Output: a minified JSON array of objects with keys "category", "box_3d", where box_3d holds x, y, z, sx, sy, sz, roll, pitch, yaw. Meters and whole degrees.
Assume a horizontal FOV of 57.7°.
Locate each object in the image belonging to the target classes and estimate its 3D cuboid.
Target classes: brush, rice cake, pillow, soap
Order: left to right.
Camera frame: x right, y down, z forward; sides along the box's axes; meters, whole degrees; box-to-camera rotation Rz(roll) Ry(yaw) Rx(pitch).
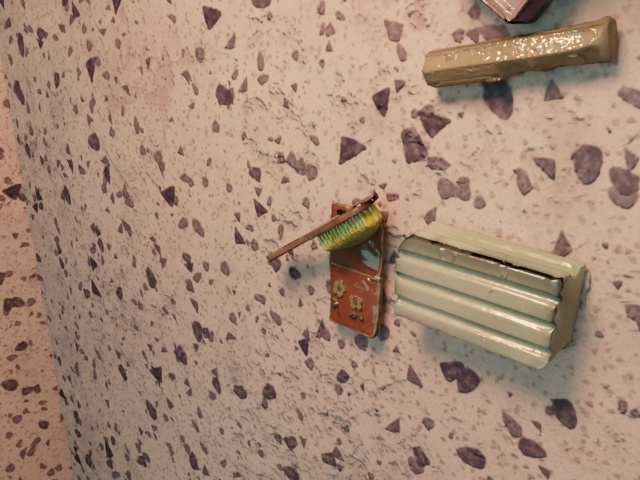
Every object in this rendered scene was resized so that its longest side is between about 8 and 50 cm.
[{"category":"brush","box_3d":[0.000,0.002,1.023,0.313,0.072,0.067,-27,92,48]},{"category":"pillow","box_3d":[0.063,0.052,1.038,0.126,0.043,0.232,14,111,40]},{"category":"soap","box_3d":[0.241,0.072,0.850,0.261,0.094,0.150,19,120,37]},{"category":"rice cake","box_3d":[0.251,-0.242,0.769,0.256,0.052,0.057,5,135,42]}]

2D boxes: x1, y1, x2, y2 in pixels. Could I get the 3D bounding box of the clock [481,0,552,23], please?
[{"category":"clock","box_3d":[0.255,-0.383,0.705,0.144,0.073,0.193,52,131,19]}]
